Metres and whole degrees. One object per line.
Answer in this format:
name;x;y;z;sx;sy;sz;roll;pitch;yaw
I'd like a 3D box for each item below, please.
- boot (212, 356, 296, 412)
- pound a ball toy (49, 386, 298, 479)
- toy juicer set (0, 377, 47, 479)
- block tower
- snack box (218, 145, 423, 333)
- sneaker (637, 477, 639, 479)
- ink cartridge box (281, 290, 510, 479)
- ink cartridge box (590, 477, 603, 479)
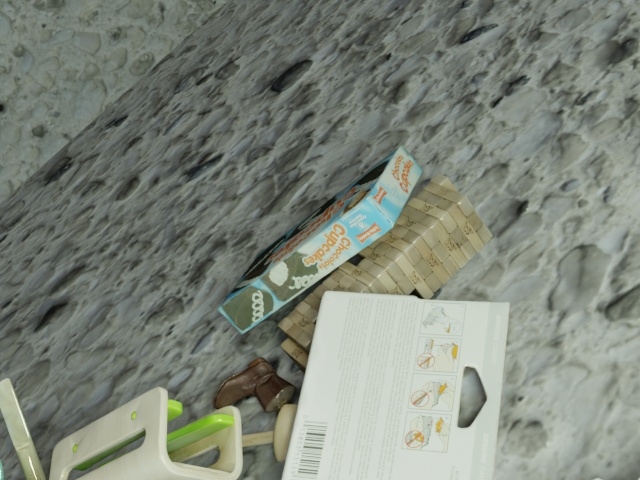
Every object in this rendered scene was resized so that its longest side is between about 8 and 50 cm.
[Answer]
boot;-0.094;0.224;1.395;0.106;0.037;0.114;-44;35;-6
pound a ball toy;-0.187;0.305;1.286;0.319;0.208;0.135;-30;50;38
toy juicer set;-0.519;0.383;1.464;0.329;0.209;0.089;-44;12;-35
block tower;0.091;0.057;1.367;0.335;0.091;0.097;-44;31;-9
snack box;0.000;0.000;1.458;0.322;0.060;0.187;-36;11;32
sneaker;0.306;0.251;0.866;0.215;0.084;0.083;-30;52;-28
ink cartridge box;0.096;0.191;1.171;0.239;0.060;0.275;3;54;15
ink cartridge box;0.190;0.342;0.914;0.208;0.045;0.206;-25;33;19
